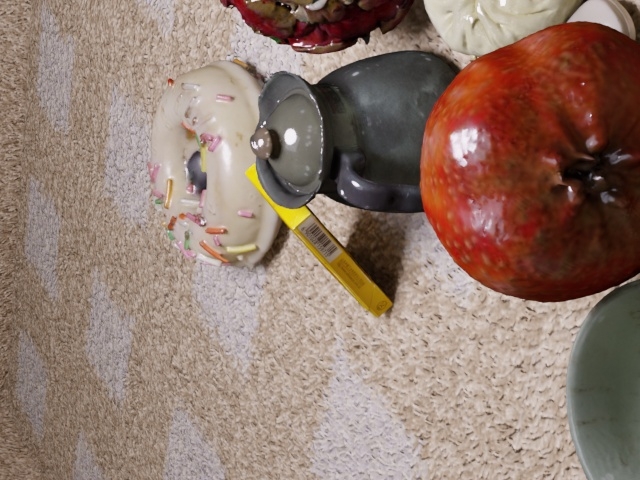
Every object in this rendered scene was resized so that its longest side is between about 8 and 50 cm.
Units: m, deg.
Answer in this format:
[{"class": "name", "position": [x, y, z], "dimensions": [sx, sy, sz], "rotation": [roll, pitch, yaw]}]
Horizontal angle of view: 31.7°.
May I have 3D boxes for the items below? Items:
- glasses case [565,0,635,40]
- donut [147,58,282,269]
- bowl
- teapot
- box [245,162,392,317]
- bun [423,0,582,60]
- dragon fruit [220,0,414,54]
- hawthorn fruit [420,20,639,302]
[{"class": "glasses case", "position": [0.287, -0.189, 1.290], "dimensions": [0.204, 0.051, 0.081], "rotation": [-56, 50, 47]}, {"class": "donut", "position": [-0.193, -0.132, 2.005], "dimensions": [0.383, 0.142, 0.382], "rotation": [19, 113, 57]}, {"class": "bowl", "position": [0.393, 0.169, 1.105], "dimensions": [0.289, 0.146, 0.289], "rotation": [19, 113, 54]}, {"class": "teapot", "position": [0.047, -0.105, 1.475], "dimensions": [0.223, 0.285, 0.305], "rotation": [-55, 50, 48]}, {"class": "box", "position": [0.000, 0.000, 1.643], "dimensions": [0.152, 0.043, 0.269], "rotation": [51, -179, 43]}, {"class": "bun", "position": [0.203, -0.320, 1.318], "dimensions": [0.229, 0.145, 0.229], "rotation": [11, 103, 60]}, {"class": "dragon fruit", "position": [-0.006, -0.405, 1.490], "dimensions": [0.329, 0.329, 0.329], "rotation": [18, 112, 56]}, {"class": "hawthorn fruit", "position": [0.231, -0.085, 1.176], "dimensions": [0.330, 0.287, 0.287], "rotation": [-128, 36, -78]}]
